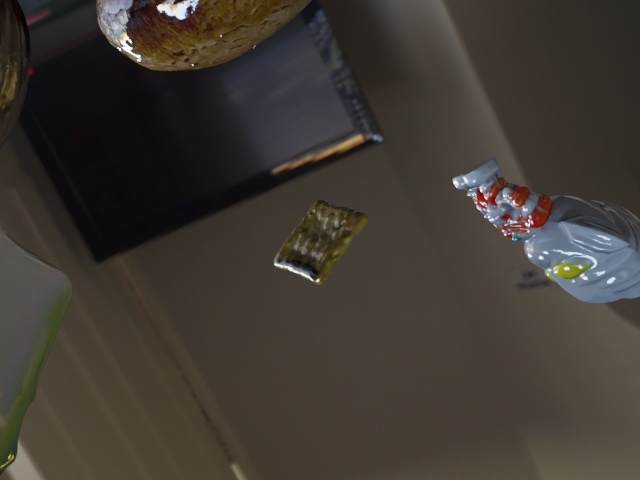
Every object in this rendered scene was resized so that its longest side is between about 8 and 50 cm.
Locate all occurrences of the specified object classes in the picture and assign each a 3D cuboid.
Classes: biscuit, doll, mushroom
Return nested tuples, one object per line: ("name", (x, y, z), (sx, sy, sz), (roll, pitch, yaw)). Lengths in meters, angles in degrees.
("biscuit", (0.000, 0.000, 1.053), (0.081, 0.018, 0.083), (-55, -146, -12))
("doll", (0.178, -0.006, 0.819), (0.079, 0.180, 0.094), (-63, -173, -15))
("mushroom", (-0.112, -0.325, 1.288), (0.345, 0.239, 0.345), (-59, -177, 5))

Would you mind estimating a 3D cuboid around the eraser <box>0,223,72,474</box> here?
("eraser", (-0.277, 0.105, 0.555), (0.274, 0.092, 0.210), (-20, -146, 25))

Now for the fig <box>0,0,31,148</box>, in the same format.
("fig", (-0.286, -0.150, 0.835), (0.249, 0.186, 0.204), (-36, -167, 18))
